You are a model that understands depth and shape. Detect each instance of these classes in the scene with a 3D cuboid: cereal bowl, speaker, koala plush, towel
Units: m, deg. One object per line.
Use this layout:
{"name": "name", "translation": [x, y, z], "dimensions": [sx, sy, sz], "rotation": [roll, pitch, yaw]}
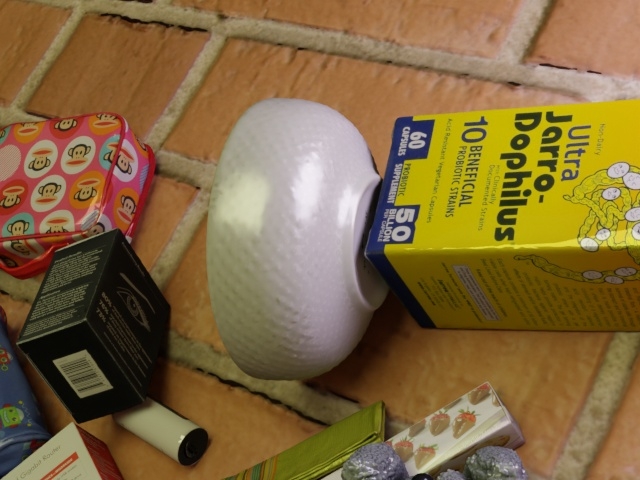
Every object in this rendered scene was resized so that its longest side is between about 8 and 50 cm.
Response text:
{"name": "cereal bowl", "translation": [0.000, 0.000, 1.374], "dimensions": [0.141, 0.339, 0.339], "rotation": [1, 60, 23]}
{"name": "speaker", "translation": [-0.209, 0.241, 1.506], "dimensions": [0.136, 0.055, 0.055], "rotation": [23, 72, 38]}
{"name": "koala plush", "translation": [0.110, 0.308, 1.153], "dimensions": [0.196, 0.221, 0.203], "rotation": [-1, 82, 9]}
{"name": "towel", "translation": [-0.029, 0.263, 1.377], "dimensions": [0.237, 0.021, 0.102], "rotation": [-29, 15, 13]}

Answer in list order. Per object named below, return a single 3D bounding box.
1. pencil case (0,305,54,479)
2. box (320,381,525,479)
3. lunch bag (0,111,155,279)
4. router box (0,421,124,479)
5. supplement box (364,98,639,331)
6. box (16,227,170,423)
{"name": "pencil case", "translation": [-0.463, 0.212, 1.621], "dimensions": [0.119, 0.133, 0.306], "rotation": [-12, 45, -25]}
{"name": "box", "translation": [0.077, 0.276, 1.323], "dimensions": [0.324, 0.067, 0.063], "rotation": [-31, 49, 6]}
{"name": "lunch bag", "translation": [-0.412, -0.058, 1.771], "dimensions": [0.293, 0.120, 0.258], "rotation": [-2, 59, 27]}
{"name": "router box", "translation": [-0.362, 0.444, 1.436], "dimensions": [0.335, 0.082, 0.301], "rotation": [-38, 49, 1]}
{"name": "supplement box", "translation": [0.262, -0.023, 1.335], "dimensions": [0.356, 0.195, 0.194], "rotation": [-2, 59, 27]}
{"name": "box", "translation": [-0.294, 0.110, 1.538], "dimensions": [0.108, 0.153, 0.207], "rotation": [-19, 30, 16]}
